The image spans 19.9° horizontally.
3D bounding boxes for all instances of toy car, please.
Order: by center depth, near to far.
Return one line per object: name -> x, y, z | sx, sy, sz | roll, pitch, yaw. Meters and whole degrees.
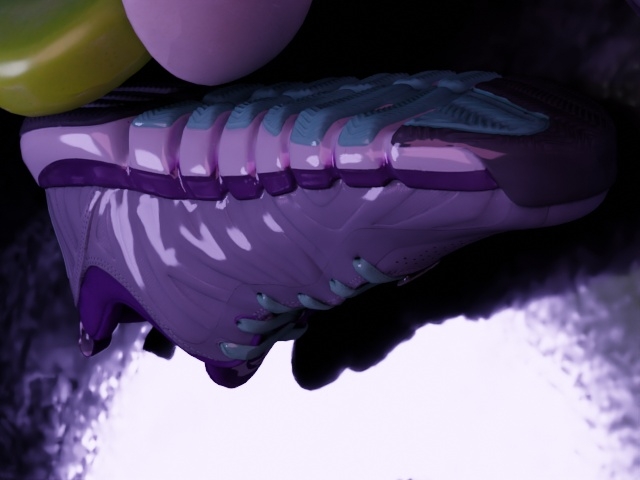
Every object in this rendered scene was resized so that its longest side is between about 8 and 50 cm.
toy car -> -0.080, -0.133, 0.578 | 0.159, 0.136, 0.182 | 1, 62, 36

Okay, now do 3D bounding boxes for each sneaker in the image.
sneaker -> 0.000, 0.000, 0.574 | 0.224, 0.083, 0.098 | 4, 108, 43

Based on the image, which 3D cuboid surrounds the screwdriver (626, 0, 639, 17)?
screwdriver -> 0.139, -0.027, 0.496 | 0.025, 0.024, 0.170 | -40, 66, -5
